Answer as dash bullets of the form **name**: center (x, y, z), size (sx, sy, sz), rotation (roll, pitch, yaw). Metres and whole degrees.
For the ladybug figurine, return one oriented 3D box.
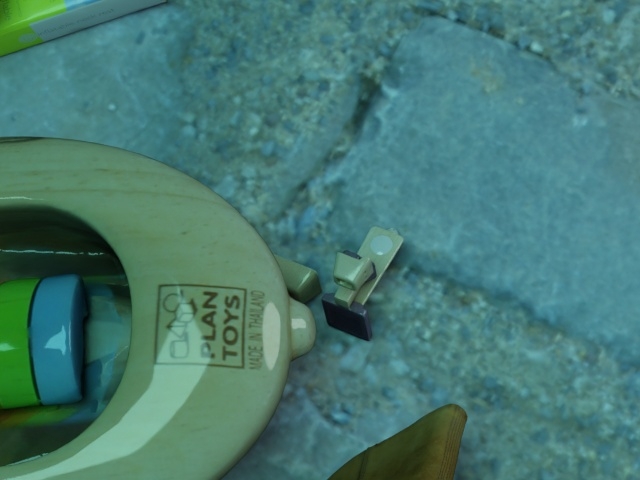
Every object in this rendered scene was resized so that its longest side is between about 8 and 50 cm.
- **ladybug figurine**: center (-0.220, 0.085, 1.309), size (0.449, 0.162, 0.305), rotation (-1, 72, 11)

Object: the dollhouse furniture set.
- **dollhouse furniture set**: center (0.000, 0.000, 1.339), size (0.114, 0.091, 0.081), rotation (21, 64, 20)

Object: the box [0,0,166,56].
- **box**: center (-0.200, -0.221, 1.457), size (0.178, 0.042, 0.109), rotation (-17, 72, 8)

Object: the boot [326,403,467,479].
- **boot**: center (0.072, 0.196, 1.142), size (0.096, 0.280, 0.264), rotation (41, 119, -10)
